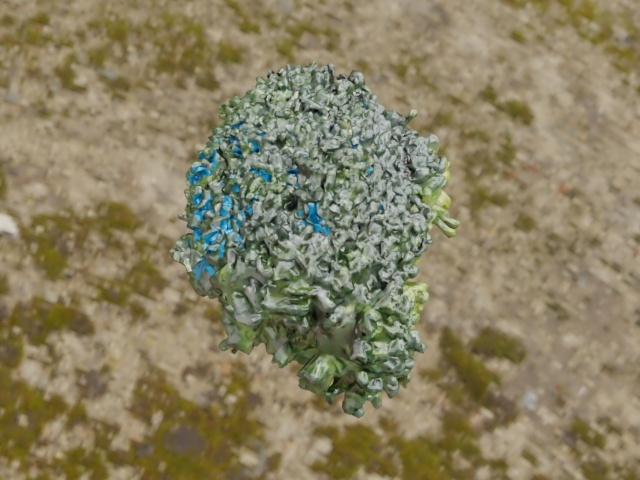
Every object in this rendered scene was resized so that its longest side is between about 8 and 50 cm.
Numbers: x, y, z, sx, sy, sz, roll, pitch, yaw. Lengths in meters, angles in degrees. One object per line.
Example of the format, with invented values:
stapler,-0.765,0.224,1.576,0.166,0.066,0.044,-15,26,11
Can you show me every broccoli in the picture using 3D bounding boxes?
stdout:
broccoli,0.000,0.000,0.738,0.167,0.160,0.154,39,81,12
